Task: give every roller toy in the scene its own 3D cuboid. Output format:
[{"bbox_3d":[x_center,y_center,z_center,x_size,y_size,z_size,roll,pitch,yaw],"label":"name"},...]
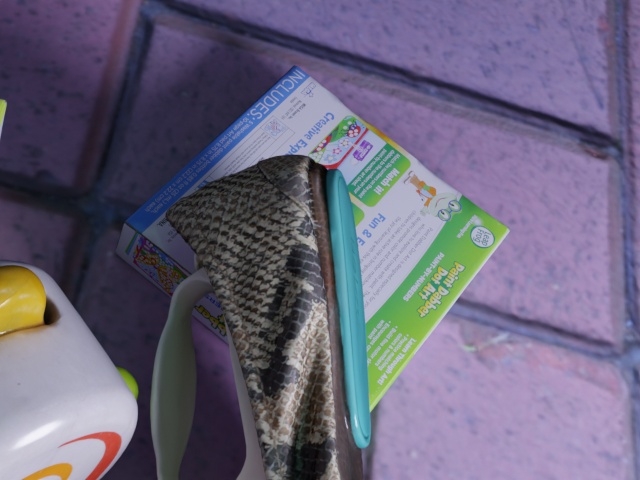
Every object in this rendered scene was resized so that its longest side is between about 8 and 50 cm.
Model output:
[{"bbox_3d":[-0.231,0.110,0.805,0.191,0.209,0.146,-36,73,-5],"label":"roller toy"}]

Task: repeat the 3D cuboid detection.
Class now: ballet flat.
[{"bbox_3d":[-0.020,0.173,0.869,0.182,0.164,0.483,-16,69,5],"label":"ballet flat"}]

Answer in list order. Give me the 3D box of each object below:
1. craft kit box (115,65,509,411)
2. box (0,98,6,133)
[{"bbox_3d":[0.000,0.000,1.058,0.246,0.061,0.250,37,53,8],"label":"craft kit box"},{"bbox_3d":[-0.292,-0.062,0.906,0.109,0.178,0.042,16,54,-11],"label":"box"}]
